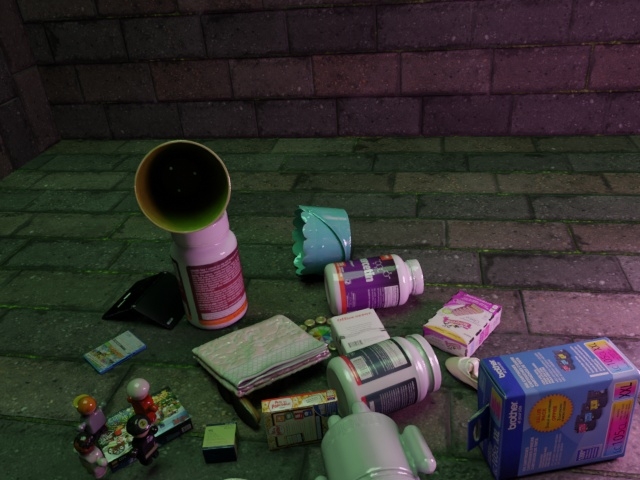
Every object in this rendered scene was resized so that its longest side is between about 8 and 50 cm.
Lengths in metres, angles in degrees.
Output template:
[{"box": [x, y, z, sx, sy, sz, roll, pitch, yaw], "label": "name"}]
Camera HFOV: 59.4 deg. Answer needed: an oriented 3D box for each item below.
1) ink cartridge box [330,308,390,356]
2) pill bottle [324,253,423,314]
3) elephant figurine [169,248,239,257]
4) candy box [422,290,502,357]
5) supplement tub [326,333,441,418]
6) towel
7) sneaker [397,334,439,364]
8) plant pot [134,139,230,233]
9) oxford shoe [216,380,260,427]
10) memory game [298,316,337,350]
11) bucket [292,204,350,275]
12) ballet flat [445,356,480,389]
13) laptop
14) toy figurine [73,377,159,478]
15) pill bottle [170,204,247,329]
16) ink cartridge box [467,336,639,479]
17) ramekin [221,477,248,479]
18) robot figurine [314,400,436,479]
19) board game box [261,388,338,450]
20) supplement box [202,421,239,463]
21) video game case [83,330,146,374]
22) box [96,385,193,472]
[{"box": [0.130, 0.317, 1.742, 0.148, 0.086, 0.203, -11, 34, -12], "label": "ink cartridge box"}, {"box": [0.181, 0.147, 1.938, 0.323, 0.181, 0.181, -9, 31, -6], "label": "pill bottle"}, {"box": [-0.472, 0.049, 2.261, 0.239, 0.186, 0.169, -28, 80, -16], "label": "elephant figurine"}, {"box": [0.456, 0.267, 1.805, 0.159, 0.071, 0.233, 21, 40, 35], "label": "candy box"}, {"box": [0.171, 0.378, 1.544, 0.272, 0.191, 0.191, -15, 32, -17], "label": "supplement tub"}, {"box": [-0.185, 0.339, 1.727, 0.331, 0.053, 0.317, -17, 21, -31], "label": "towel"}, {"box": [0.300, 0.331, 1.719, 0.066, 0.071, 0.188, -20, 34, -23], "label": "sneaker"}, {"box": [-0.435, -0.184, 1.779, 0.274, 0.275, 0.293, -12, 14, -11], "label": "plant pot"}, {"box": [-0.218, 0.449, 1.601, 0.076, 0.076, 0.212, -17, 31, -30], "label": "oxford shoe"}, {"box": [0.003, 0.311, 1.856, 0.186, 0.012, 0.186, -3, 31, 2], "label": "memory game"}, {"box": [0.000, 0.000, 2.133, 0.183, 0.281, 0.281, -2, 30, -11], "label": "bucket"}, {"box": [0.457, 0.383, 1.601, 0.086, 0.086, 0.248, -23, 35, -27], "label": "ballet flat"}, {"box": [-0.620, 0.235, 2.075, 0.264, 0.137, 0.234, -19, 22, 29], "label": "laptop"}, {"box": [-0.523, 0.474, 1.438, 0.209, 0.148, 0.213, -11, 32, -11], "label": "toy figurine"}, {"box": [-0.384, 0.087, 1.916, 0.224, 0.392, 0.224, -3, 31, 2], "label": "pill bottle"}, {"box": [0.531, 0.412, 1.358, 0.395, 0.270, 0.151, -8, 26, -4], "label": "ink cartridge box"}, {"box": [-0.199, 0.634, 1.251, 0.207, 0.109, 0.207, -4, 30, 2], "label": "ramekin"}, {"box": [0.115, 0.538, 1.276, 0.300, 0.200, 0.353, -36, 31, 7], "label": "robot figurine"}, {"box": [-0.049, 0.469, 1.467, 0.193, 0.147, 0.045, -7, 31, -5], "label": "board game box"}, {"box": [-0.261, 0.532, 1.480, 0.083, 0.056, 0.083, -5, 31, 0], "label": "supplement box"}, {"box": [-0.680, 0.368, 1.858, 0.119, 0.015, 0.166, 25, 41, 39], "label": "video game case"}, {"box": [-0.494, 0.515, 1.555, 0.233, 0.044, 0.159, -24, 36, -28], "label": "box"}]
